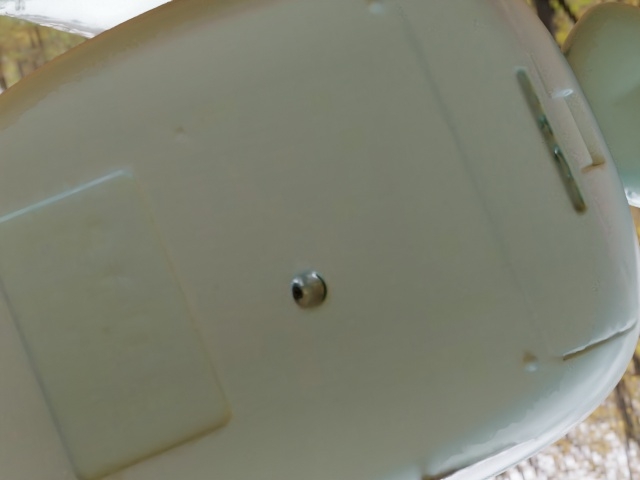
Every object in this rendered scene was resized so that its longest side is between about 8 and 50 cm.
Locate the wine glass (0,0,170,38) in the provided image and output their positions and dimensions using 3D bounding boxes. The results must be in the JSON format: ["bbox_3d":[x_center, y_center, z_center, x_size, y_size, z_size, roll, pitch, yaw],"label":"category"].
[{"bbox_3d":[-0.174,-0.124,0.617,0.122,0.122,0.183,-1,-154,43],"label":"wine glass"}]

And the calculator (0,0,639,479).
[{"bbox_3d":[0.000,0.000,0.385,0.299,0.185,0.041,-21,175,-7],"label":"calculator"}]
